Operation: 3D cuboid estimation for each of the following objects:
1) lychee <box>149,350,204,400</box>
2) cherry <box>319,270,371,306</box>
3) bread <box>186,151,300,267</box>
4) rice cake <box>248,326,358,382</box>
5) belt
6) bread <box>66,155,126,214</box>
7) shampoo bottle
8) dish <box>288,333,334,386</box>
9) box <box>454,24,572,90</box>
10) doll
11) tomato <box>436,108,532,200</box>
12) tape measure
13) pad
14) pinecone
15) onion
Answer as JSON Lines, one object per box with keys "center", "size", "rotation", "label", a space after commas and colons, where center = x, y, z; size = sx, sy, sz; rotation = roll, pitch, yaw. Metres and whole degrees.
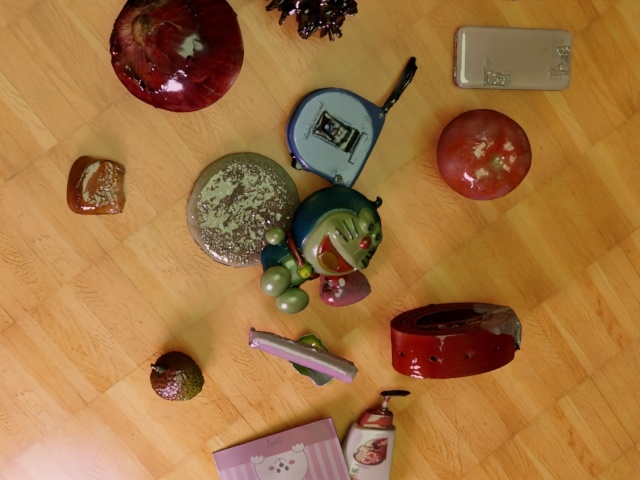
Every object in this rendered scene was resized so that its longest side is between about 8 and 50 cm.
{"center": [-0.324, 0.305, 1.885], "size": [0.146, 0.114, 0.114], "rotation": [36, 92, -40], "label": "lychee"}
{"center": [0.047, 0.105, 1.941], "size": [0.126, 0.087, 0.106], "rotation": [30, 86, -34], "label": "cherry"}
{"center": [-0.171, -0.065, 1.886], "size": [0.267, 0.040, 0.267], "rotation": [-2, 101, -12], "label": "bread"}
{"center": [-0.041, 0.262, 1.931], "size": [0.270, 0.049, 0.055], "rotation": [23, 93, -11], "label": "rice cake"}
{"center": [0.314, 0.223, 1.949], "size": [0.324, 0.227, 0.115], "rotation": [-8, 105, -23], "label": "belt"}
{"center": [-0.482, -0.116, 1.810], "size": [0.126, 0.044, 0.129], "rotation": [4, 96, -14], "label": "bread"}
{"center": [0.131, 0.489, 2.035], "size": [0.153, 0.071, 0.284], "rotation": [17, 98, -10], "label": "shampoo bottle"}
{"center": [-0.019, 0.282, 1.983], "size": [0.091, 0.039, 0.137], "rotation": [-38, 103, -3], "label": "dish"}
{"center": [0.449, -0.421, 1.949], "size": [0.285, 0.044, 0.142], "rotation": [0, 98, -12], "label": "box"}
{"center": [0.000, 0.001, 1.831], "size": [0.322, 0.186, 0.198], "rotation": [-31, 133, 0], "label": "doll"}
{"center": [0.365, -0.194, 1.900], "size": [0.208, 0.184, 0.208], "rotation": [-4, 107, -12], "label": "tomato"}
{"center": [0.064, -0.294, 1.867], "size": [0.215, 0.098, 0.351], "rotation": [26, 92, -16], "label": "tape measure"}
{"center": [-0.087, 0.554, 2.000], "size": [0.300, 0.005, 0.202], "rotation": [-17, 97, 2], "label": "pad"}
{"center": [-0.024, -0.540, 1.727], "size": [0.243, 0.243, 0.257], "rotation": [-14, 93, -9], "label": "pinecone"}
{"center": [-0.289, -0.393, 1.702], "size": [0.276, 0.276, 0.276], "rotation": [-2, 101, -12], "label": "onion"}
